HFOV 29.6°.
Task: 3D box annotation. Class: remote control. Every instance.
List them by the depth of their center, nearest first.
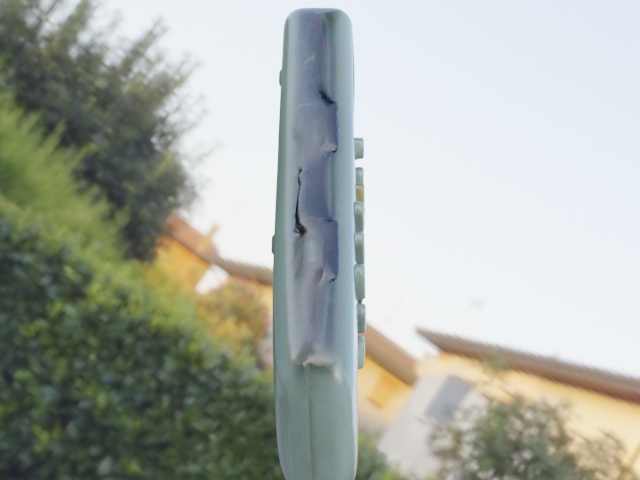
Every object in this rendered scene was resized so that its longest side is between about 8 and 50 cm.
[{"bbox_3d":[0.000,0.000,0.727,0.056,0.296,0.140,-2,-38,2],"label":"remote control"}]
